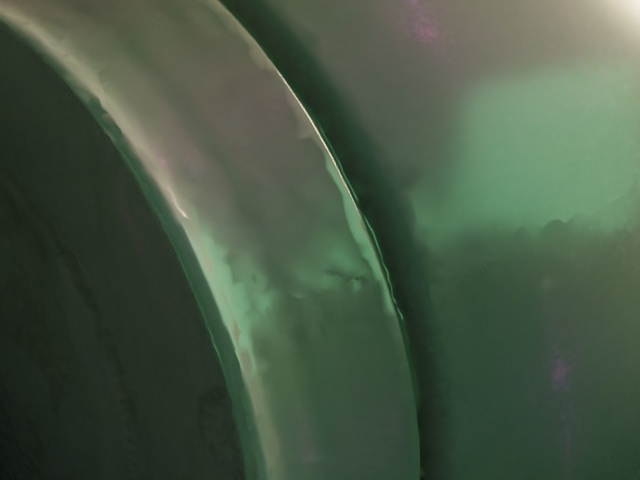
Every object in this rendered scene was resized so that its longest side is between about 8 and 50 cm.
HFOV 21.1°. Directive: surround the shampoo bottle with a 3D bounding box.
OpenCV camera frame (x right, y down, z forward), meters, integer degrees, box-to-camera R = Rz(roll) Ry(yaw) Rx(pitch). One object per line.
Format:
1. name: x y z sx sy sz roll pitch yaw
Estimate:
1. shampoo bottle: 0.000 0.000 0.583 0.266 0.273 0.273 -25 98 -33
